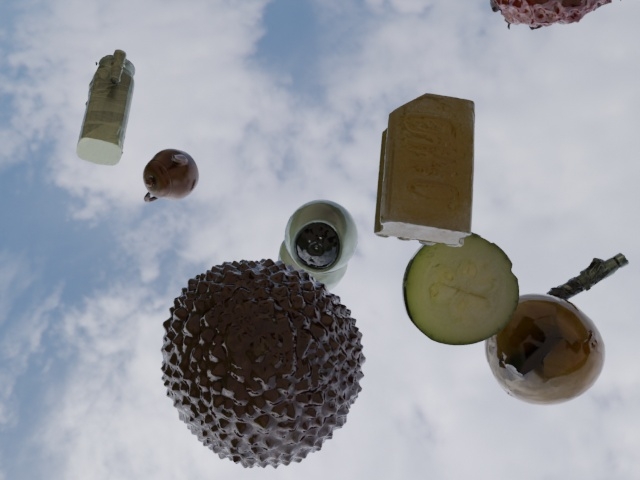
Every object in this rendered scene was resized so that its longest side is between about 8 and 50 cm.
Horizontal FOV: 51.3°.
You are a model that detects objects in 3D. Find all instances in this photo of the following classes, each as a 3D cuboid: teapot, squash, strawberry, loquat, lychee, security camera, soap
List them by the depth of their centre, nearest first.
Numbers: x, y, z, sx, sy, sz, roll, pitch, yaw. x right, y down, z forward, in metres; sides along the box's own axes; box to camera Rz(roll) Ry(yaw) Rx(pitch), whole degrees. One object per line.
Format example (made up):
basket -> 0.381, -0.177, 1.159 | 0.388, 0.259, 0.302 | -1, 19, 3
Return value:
lychee -> -0.077, 0.158, 0.878 | 0.275, 0.304, 0.276 | 1, -115, -3
soap -> 0.164, -0.113, 1.033 | 0.140, 0.073, 0.232 | 9, -112, -5
strawberry -> 0.424, -0.504, 1.139 | 0.253, 0.280, 0.150 | -14, -146, 4
teapot -> -0.367, -0.240, 1.156 | 0.077, 0.107, 0.200 | 10, -123, -18
squash -> 0.259, 0.089, 1.256 | 0.219, 0.041, 0.219 | 0, -91, 0
loquat -> 0.450, 0.222, 1.358 | 0.235, 0.235, 0.235 | -8, -127, 11
teapot -> -0.324, -0.130, 1.394 | 0.173, 0.116, 0.116 | -43, -142, 41
security camera -> 0.000, 0.000, 1.700 | 0.194, 0.236, 0.195 | 10, -131, -12

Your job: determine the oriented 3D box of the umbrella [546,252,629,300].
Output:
umbrella -> 0.581, 0.082, 1.455 | 0.188, 0.050, 0.046 | -29, -161, 3
